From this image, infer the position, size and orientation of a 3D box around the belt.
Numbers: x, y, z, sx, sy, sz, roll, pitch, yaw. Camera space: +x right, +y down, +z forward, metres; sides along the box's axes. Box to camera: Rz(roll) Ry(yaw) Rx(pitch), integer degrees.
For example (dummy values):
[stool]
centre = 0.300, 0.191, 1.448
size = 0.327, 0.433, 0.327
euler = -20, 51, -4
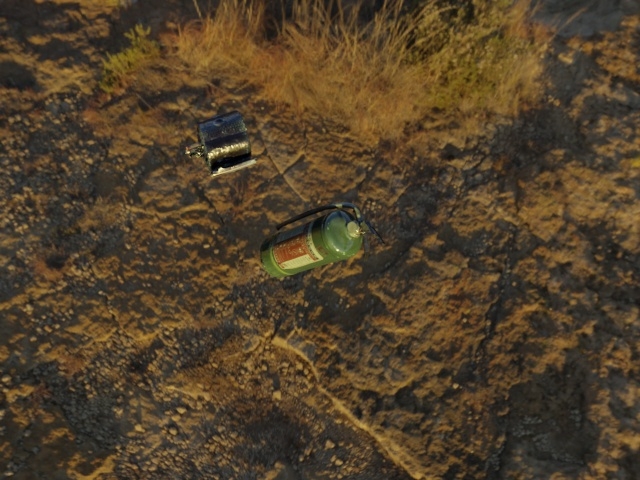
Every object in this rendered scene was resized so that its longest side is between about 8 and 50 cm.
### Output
[belt]
centre = -0.218, -0.200, 1.010
size = 0.128, 0.218, 0.122
euler = -19, 103, -9

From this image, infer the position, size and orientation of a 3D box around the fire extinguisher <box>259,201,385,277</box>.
[fire extinguisher]
centre = 0.000, 0.000, 0.882
size = 0.093, 0.294, 0.118
euler = -5, 80, -41
